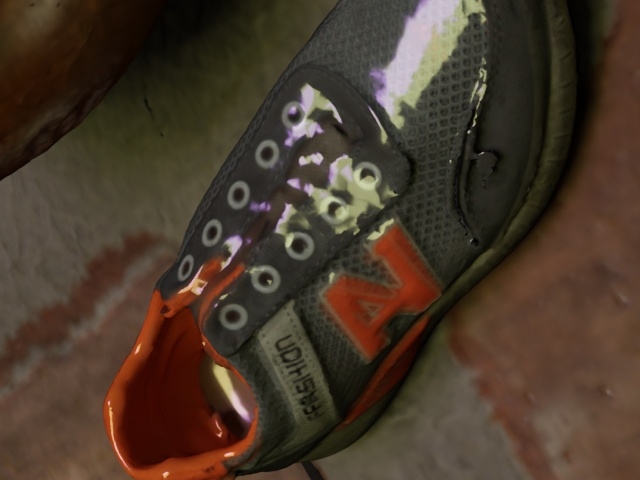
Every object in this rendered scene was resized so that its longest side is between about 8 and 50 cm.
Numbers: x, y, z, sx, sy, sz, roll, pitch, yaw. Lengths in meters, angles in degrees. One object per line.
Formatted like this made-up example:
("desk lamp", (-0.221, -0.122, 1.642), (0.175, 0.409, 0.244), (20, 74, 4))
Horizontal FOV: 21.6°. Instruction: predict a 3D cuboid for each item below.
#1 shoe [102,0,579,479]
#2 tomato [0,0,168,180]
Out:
("shoe", (0.000, -0.001, 0.441), (0.074, 0.077, 0.194), (45, 131, 20))
("tomato", (-0.111, -0.117, 0.437), (0.214, 0.155, 0.181), (66, 170, -6))
